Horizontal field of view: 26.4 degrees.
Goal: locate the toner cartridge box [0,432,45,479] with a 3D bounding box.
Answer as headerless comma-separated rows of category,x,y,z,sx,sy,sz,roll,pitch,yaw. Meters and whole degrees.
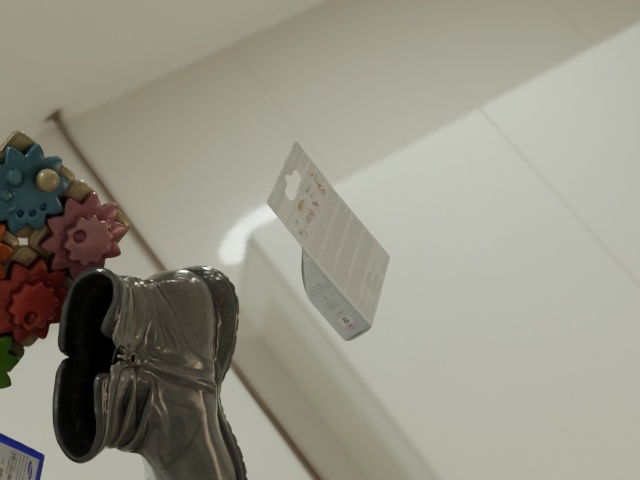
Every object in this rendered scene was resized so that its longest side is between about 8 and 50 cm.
toner cartridge box,-0.425,0.307,1.357,0.348,0.165,0.075,-20,-43,37

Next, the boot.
boot,-0.175,0.190,1.317,0.118,0.338,0.223,-4,1,27

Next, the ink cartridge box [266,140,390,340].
ink cartridge box,0.000,0.000,1.902,0.066,0.232,0.189,-35,19,28

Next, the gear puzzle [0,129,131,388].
gear puzzle,-0.326,0.070,1.248,0.339,0.044,0.175,-51,-53,-6
